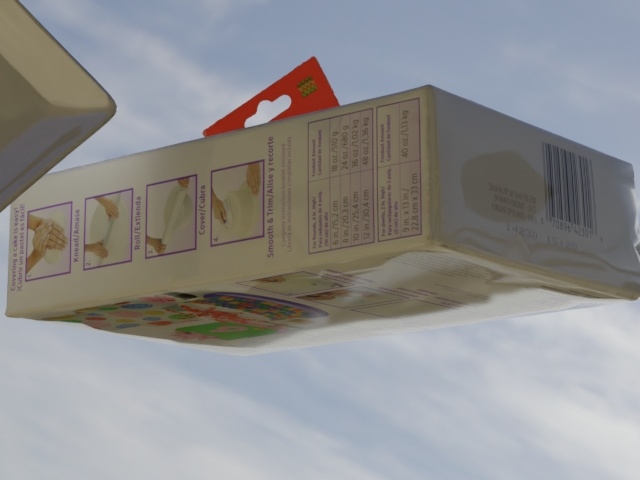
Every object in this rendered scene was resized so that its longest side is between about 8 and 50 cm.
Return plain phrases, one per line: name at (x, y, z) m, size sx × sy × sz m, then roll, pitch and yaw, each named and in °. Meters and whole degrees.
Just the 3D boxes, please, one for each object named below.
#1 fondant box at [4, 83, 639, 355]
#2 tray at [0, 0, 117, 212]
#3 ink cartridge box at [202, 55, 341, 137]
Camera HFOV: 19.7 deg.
fondant box at (0.000, 0.000, 1.164) m, size 0.330 × 0.096 × 0.238 m, roll -12°, pitch -16°, yaw 36°
tray at (-0.260, -0.126, 1.074) m, size 0.270 × 0.145 × 0.030 m, roll 46°, pitch -23°, yaw 2°
ink cartridge box at (-0.027, -0.057, 1.684) m, size 0.145 × 0.179 × 0.045 m, roll -32°, pitch -11°, yaw 25°
